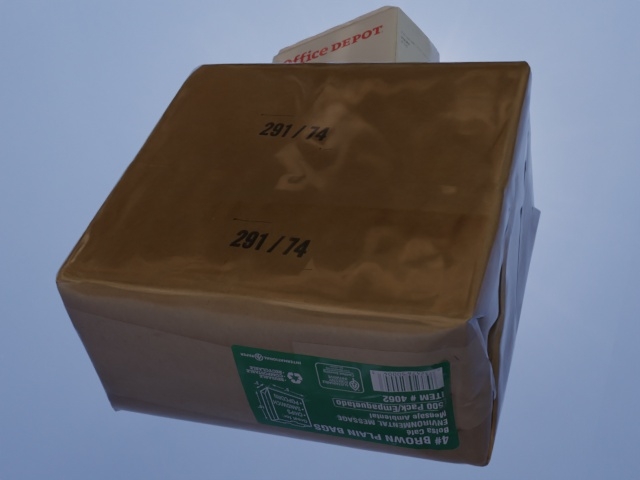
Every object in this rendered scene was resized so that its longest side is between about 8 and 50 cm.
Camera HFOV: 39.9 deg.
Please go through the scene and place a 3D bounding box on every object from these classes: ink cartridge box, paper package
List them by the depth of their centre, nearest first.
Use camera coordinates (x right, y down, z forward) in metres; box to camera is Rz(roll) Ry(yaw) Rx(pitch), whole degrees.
[{"bbox_3d":[0.000,0.000,0.729,0.325,0.168,0.309,4,-134,20],"label":"paper package"},{"bbox_3d":[0.036,-0.122,1.098,0.207,0.117,0.283,-14,-122,34],"label":"ink cartridge box"}]
